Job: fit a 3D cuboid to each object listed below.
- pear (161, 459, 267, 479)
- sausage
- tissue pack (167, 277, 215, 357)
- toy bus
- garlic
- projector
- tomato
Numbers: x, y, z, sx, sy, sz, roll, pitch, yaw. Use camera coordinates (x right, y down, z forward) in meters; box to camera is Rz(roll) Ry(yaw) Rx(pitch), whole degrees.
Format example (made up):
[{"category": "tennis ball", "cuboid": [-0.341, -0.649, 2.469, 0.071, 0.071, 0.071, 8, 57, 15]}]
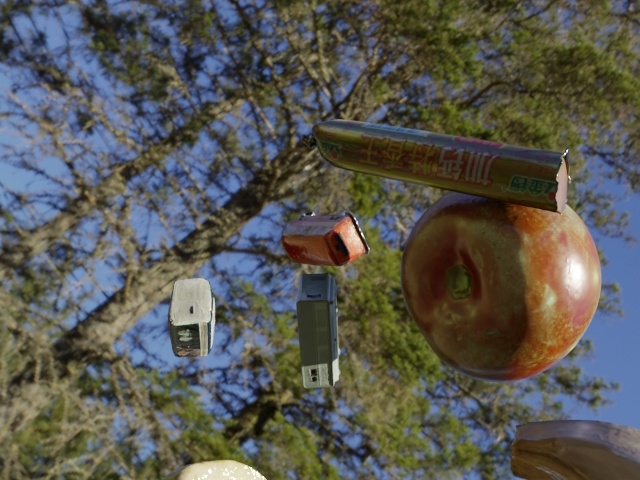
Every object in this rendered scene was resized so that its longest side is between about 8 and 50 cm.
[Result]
[{"category": "pear", "cuboid": [-0.229, 0.627, 1.569, 0.191, 0.340, 0.386, -22, -64, 36]}, {"category": "sausage", "cuboid": [0.132, -0.108, 1.010, 0.371, 0.082, 0.082, 14, -50, 28]}, {"category": "tissue pack", "cuboid": [-0.254, 0.155, 1.555, 0.090, 0.103, 0.170, 3, -31, -8]}, {"category": "toy bus", "cuboid": [0.000, 0.000, 1.298, 0.174, 0.077, 0.079, 1, -57, 57]}, {"category": "garlic", "cuboid": [0.411, 0.333, 1.085, 0.318, 0.112, 0.143, 20, -72, 35]}, {"category": "projector", "cuboid": [-0.001, 0.138, 1.219, 0.061, 0.115, 0.147, -3, -71, 1]}, {"category": "tomato", "cuboid": [0.253, 0.053, 1.072, 0.270, 0.222, 0.270, 8, -80, 52]}]
